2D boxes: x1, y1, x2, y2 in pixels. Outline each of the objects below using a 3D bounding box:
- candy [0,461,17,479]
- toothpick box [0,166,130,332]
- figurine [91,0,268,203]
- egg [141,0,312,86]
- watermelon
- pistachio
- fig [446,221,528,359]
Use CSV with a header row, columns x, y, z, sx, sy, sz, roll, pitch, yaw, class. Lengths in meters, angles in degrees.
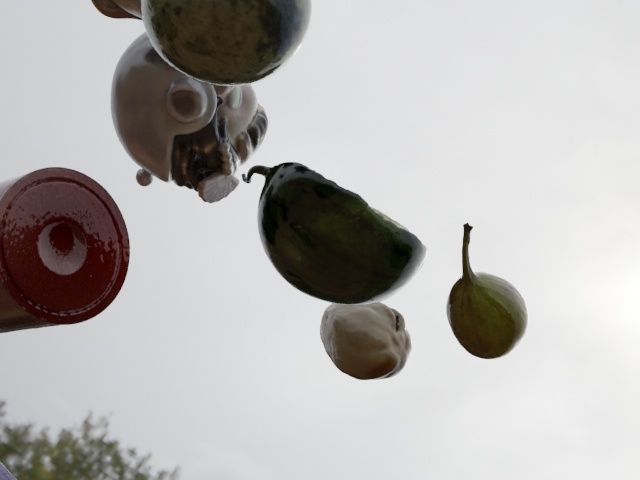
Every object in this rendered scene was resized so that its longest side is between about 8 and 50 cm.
x,y,z,sx,sy,sz,roll,pitch,yaw,class
-0.368,0.177,1.003,0.312,0.088,0.061,43,-64,18,candy
-0.434,0.026,1.514,0.333,0.204,0.204,-11,-53,45,toothpick box
-0.201,-0.248,1.566,0.211,0.253,0.361,0,-54,23,figurine
-0.088,-0.209,1.006,0.182,0.141,0.141,12,-37,50,egg
0.007,0.003,1.310,0.232,0.127,0.204,29,-10,-12,watermelon
0.076,0.171,1.966,0.144,0.144,0.215,52,-11,-26,pistachio
0.166,0.052,1.232,0.093,0.093,0.166,-14,-65,44,fig
